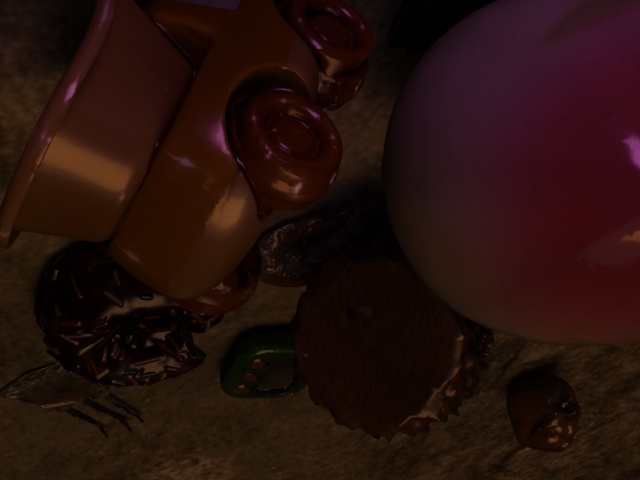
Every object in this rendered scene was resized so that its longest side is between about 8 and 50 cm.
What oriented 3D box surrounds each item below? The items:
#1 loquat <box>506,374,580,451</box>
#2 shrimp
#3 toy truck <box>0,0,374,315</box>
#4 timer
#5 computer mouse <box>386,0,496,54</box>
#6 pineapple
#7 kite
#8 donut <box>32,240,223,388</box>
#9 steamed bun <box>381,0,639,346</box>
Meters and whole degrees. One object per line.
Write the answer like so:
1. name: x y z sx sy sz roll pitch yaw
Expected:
1. loquat: 0.370 0.284 1.610 0.112 0.137 0.137 0 145 -19
2. shrimp: 0.000 0.000 1.098 0.190 0.042 0.101 -34 136 28
3. toy truck: -0.098 -0.083 0.737 0.211 0.288 0.204 26 135 -14
4. timer: -0.065 0.167 1.318 0.127 0.047 0.140 3 143 -24
5. computer mouse: 0.111 -0.204 0.828 0.079 0.047 0.135 3 151 -47
6. pineapple: 0.116 0.099 1.140 0.222 0.223 0.357 -30 170 21
7. kite: -0.326 0.218 1.317 0.127 0.016 0.229 -19 145 11
8. donut: -0.203 0.083 1.084 0.216 0.096 0.230 14 138 -38
9. steamed bun: 0.204 -0.050 0.752 0.309 0.309 0.309 -11 147 -7
